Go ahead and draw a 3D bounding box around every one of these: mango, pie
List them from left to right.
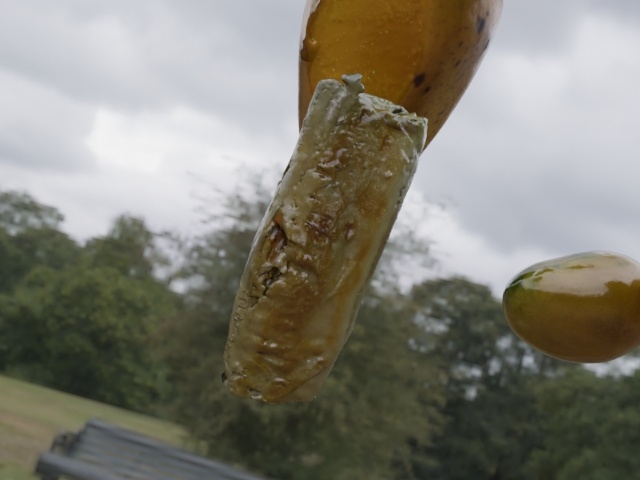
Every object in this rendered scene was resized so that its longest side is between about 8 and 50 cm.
[{"bbox_3d":[0.000,0.000,1.140,0.128,0.282,0.068,15,13,-33],"label":"pie"},{"bbox_3d":[0.066,-0.170,1.257,0.160,0.290,0.191,26,22,13],"label":"mango"},{"bbox_3d":[0.241,0.063,1.286,0.163,0.111,0.089,-7,30,-18],"label":"mango"}]
